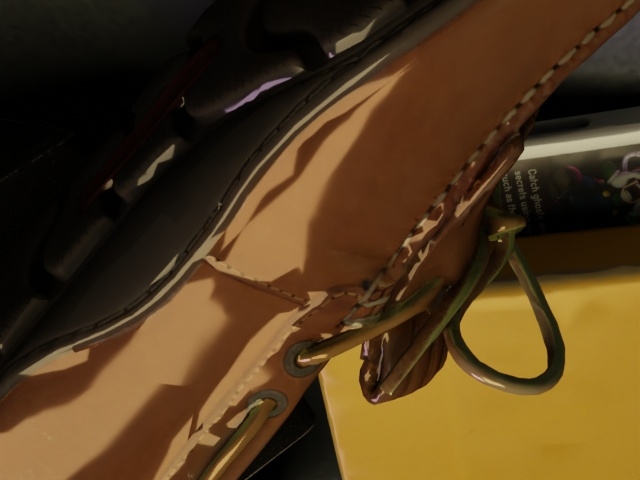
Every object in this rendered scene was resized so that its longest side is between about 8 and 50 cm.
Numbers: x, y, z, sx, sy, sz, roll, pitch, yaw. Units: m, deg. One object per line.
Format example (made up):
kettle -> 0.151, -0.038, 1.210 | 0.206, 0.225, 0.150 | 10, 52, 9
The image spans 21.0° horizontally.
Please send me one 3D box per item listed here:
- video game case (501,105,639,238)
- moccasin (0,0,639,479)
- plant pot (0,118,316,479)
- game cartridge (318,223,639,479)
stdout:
video game case -> 0.087, 0.037, 0.736 | 0.173, 0.022, 0.190 | -7, 121, 13
moccasin -> 0.001, 0.001, 0.601 | 0.147, 0.139, 0.380 | 38, 101, -24
plant pot -> -0.149, 0.048, 0.766 | 0.188, 0.187, 0.167 | 14, 134, 55
game cartridge -> 0.176, 0.114, 0.734 | 0.324, 0.052, 0.285 | -7, 121, 8
